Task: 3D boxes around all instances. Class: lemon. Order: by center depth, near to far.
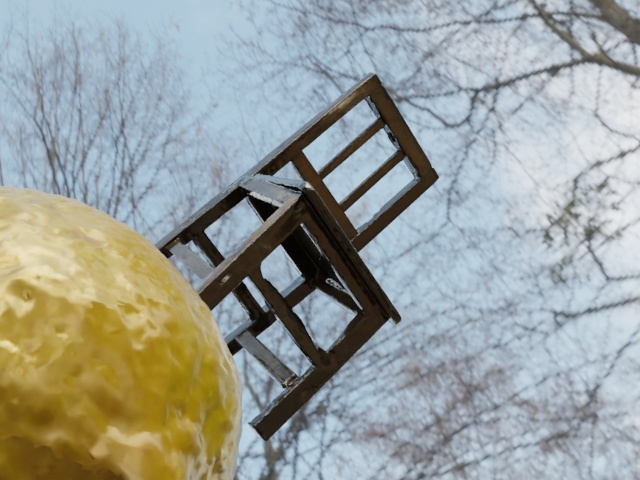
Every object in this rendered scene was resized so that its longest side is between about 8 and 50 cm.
[{"bbox_3d":[-0.137,0.070,0.489,0.188,0.256,0.188,-19,-63,-41],"label":"lemon"}]

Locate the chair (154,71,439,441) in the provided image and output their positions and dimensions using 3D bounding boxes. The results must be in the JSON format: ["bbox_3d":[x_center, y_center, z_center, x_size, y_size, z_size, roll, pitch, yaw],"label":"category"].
[{"bbox_3d":[0.000,0.000,1.366,0.416,0.240,0.203,-40,-68,-11],"label":"chair"}]
